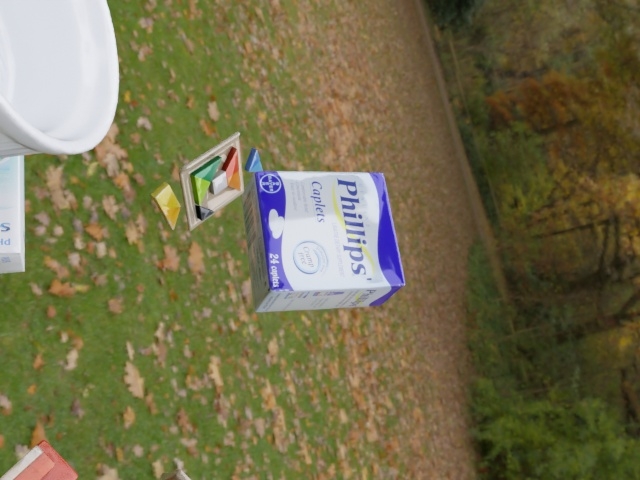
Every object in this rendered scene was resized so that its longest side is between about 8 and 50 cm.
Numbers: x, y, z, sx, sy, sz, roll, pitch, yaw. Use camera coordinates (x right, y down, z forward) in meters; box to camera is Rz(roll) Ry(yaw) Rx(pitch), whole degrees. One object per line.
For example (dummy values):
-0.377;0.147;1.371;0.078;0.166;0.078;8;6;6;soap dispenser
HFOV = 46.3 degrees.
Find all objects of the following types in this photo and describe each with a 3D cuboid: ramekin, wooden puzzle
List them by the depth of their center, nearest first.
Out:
-0.089;-0.047;0.628;0.116;0.014;0.078;-44;152;-29;wooden puzzle
-0.312;-0.204;0.686;0.277;0.135;0.277;-9;90;-78;ramekin

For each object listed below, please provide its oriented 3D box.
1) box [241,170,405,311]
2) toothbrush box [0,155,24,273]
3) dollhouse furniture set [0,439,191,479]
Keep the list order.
0.000;0.000;0.742;0.072;0.137;0.126;127;-43;-61;box
-0.469;-0.109;1.018;0.216;0.126;0.295;159;-73;-68;toothbrush box
-0.228;0.329;0.743;0.259;0.135;0.262;47;58;-2;dollhouse furniture set
